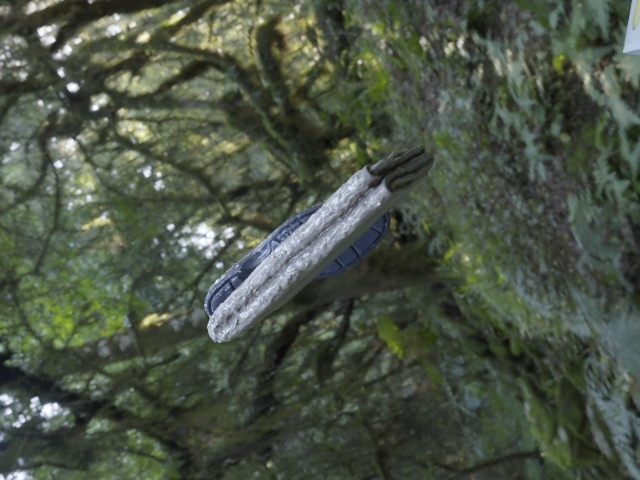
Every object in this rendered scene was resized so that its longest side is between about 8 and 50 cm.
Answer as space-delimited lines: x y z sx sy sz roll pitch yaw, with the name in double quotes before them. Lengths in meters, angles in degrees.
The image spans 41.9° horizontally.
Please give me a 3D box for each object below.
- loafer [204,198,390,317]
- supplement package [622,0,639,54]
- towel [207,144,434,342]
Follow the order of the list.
"loafer" -0.038 0.014 1.200 0.109 0.302 0.095 52 -164 -20
"supplement package" 0.590 -0.392 1.307 0.194 0.149 0.203 -77 -6 -82
"towel" 0.000 0.000 0.929 0.049 0.282 0.187 50 -156 5
